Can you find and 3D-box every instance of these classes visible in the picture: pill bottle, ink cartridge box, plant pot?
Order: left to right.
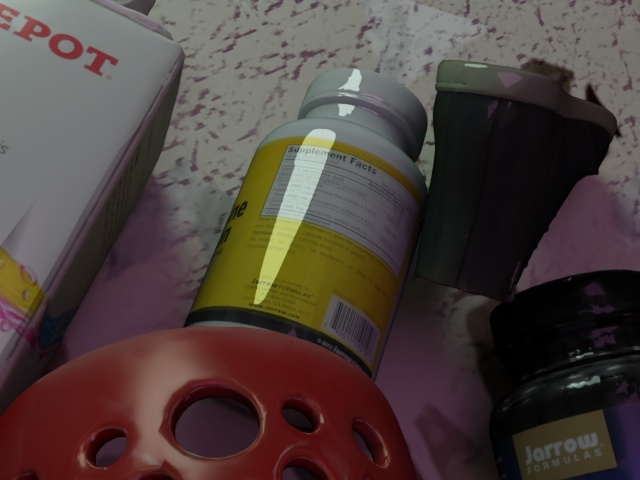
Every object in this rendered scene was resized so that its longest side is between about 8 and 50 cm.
[{"bbox_3d":[-0.228,0.004,0.475,0.226,0.131,0.306,26,60,-3],"label":"ink cartridge box"},{"bbox_3d":[-0.044,0.157,0.398,0.191,0.191,0.174,6,38,-14],"label":"plant pot"},{"bbox_3d":[0.000,0.000,0.560,0.103,0.103,0.184,23,62,-6],"label":"pill bottle"},{"bbox_3d":[0.157,0.133,0.535,0.122,0.123,0.219,-3,67,-18],"label":"pill bottle"}]

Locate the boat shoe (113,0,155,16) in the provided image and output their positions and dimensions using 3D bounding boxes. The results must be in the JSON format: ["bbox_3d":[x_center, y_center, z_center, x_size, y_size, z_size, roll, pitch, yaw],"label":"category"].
[{"bbox_3d":[-0.215,-0.200,0.593,0.267,0.096,0.088,33,58,-1],"label":"boat shoe"}]

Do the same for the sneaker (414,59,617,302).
[{"bbox_3d":[0.107,-0.029,0.595,0.083,0.222,0.118,15,96,27],"label":"sneaker"}]
